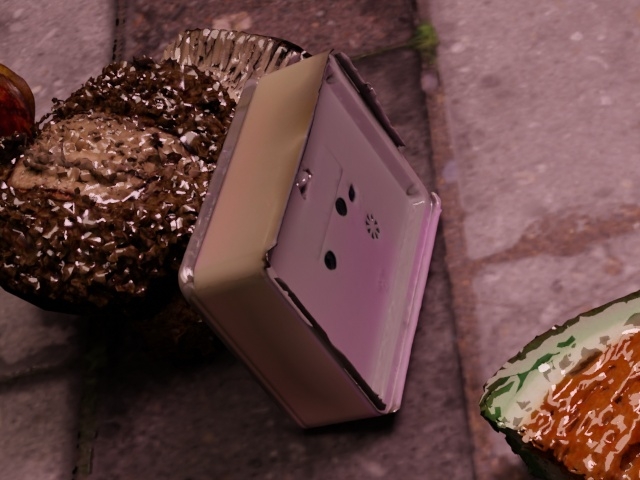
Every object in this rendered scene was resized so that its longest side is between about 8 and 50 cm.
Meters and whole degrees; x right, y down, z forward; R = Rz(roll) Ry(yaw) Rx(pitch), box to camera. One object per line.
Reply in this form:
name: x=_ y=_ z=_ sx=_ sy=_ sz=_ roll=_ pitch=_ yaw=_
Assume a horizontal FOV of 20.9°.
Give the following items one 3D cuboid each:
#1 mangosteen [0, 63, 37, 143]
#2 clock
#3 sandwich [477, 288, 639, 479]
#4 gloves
mangosteen: x=-0.277 y=-0.081 z=1.268 sx=0.156 sy=0.145 sz=0.181 roll=-13 pitch=41 yaw=16
clock: x=0.000 y=0.000 z=1.053 sx=0.071 sy=0.147 sz=0.192 roll=-16 pitch=39 yaw=29
sandwich: x=0.218 y=0.090 z=0.919 sx=0.235 sy=0.079 sz=0.159 roll=-29 pitch=51 yaw=-1
gloves: x=-0.113 y=-0.034 z=1.146 sx=0.210 sy=0.135 sz=0.312 roll=32 pitch=43 yaw=24
